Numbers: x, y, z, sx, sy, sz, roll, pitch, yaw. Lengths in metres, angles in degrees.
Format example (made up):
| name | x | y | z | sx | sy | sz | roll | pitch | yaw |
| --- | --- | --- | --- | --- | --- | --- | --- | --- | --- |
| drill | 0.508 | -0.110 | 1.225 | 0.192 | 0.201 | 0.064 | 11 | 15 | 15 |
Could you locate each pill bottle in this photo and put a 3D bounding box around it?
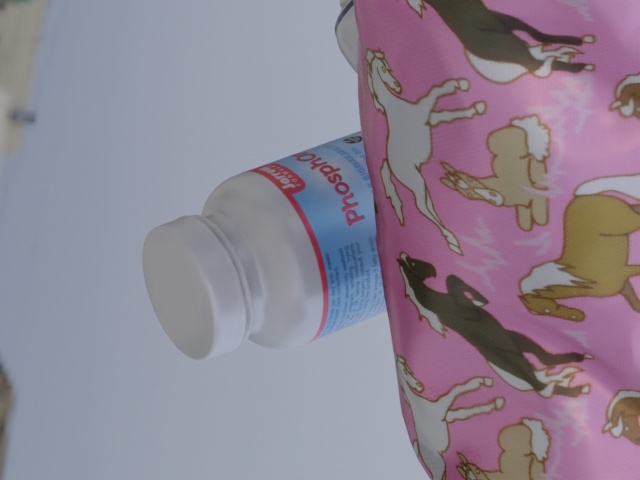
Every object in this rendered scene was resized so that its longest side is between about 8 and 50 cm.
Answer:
| name | x | y | z | sx | sy | sz | roll | pitch | yaw |
| --- | --- | --- | --- | --- | --- | --- | --- | --- | --- |
| pill bottle | 0.000 | 0.000 | 0.951 | 0.087 | 0.160 | 0.087 | 38 | -42 | 43 |

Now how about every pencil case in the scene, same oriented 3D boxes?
| name | x | y | z | sx | sy | sz | roll | pitch | yaw |
| --- | --- | --- | --- | --- | --- | --- | --- | --- | --- |
| pencil case | 0.096 | -0.051 | 0.744 | 0.160 | 0.167 | 0.386 | -88 | 171 | -48 |

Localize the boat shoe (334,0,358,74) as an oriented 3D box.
| name | x | y | z | sx | sy | sz | roll | pitch | yaw |
| --- | --- | --- | --- | --- | --- | --- | --- | --- | --- |
| boat shoe | 0.062 | -0.153 | 1.037 | 0.095 | 0.084 | 0.258 | -43 | 176 | 29 |
